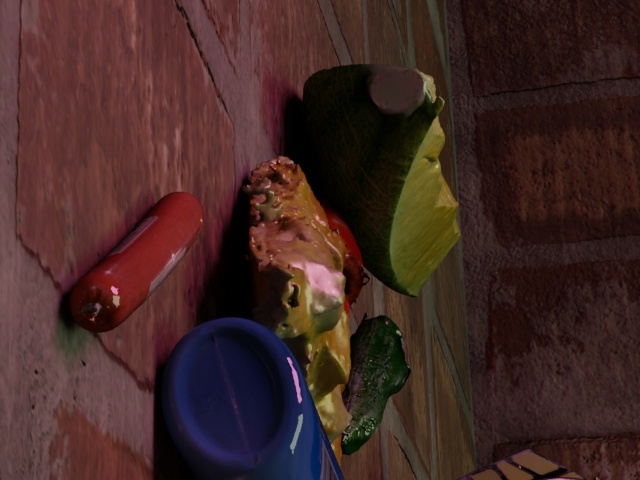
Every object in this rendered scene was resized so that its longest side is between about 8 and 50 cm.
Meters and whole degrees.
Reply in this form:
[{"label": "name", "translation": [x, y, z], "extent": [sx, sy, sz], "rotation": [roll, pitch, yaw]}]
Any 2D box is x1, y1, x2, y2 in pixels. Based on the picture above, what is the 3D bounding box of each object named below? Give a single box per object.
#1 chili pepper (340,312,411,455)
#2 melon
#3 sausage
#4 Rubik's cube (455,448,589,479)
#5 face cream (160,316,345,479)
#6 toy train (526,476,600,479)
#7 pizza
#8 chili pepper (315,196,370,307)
[{"label": "chili pepper", "translation": [0.038, 0.143, 1.817], "extent": [0.227, 0.059, 0.088], "rotation": [-56, 135, -71]}, {"label": "melon", "translation": [0.049, -0.075, 1.700], "extent": [0.323, 0.124, 0.196], "rotation": [66, 0, -74]}, {"label": "sausage", "translation": [-0.094, 0.009, 1.034], "extent": [0.253, 0.034, 0.034], "rotation": [-60, 144, -77]}, {"label": "Rubik's cube", "translation": [0.200, 0.378, 2.022], "extent": [0.319, 0.264, 0.319], "rotation": [-5, 90, -82]}, {"label": "face cream", "translation": [-0.029, 0.147, 1.203], "extent": [0.264, 0.083, 0.149], "rotation": [71, 1, -59]}, {"label": "toy train", "translation": [0.057, 0.288, 1.071], "extent": [0.442, 0.272, 0.179], "rotation": [70, 3, -59]}, {"label": "pizza", "translation": [-0.011, 0.060, 1.327], "extent": [0.288, 0.075, 0.280], "rotation": [94, -8, -84]}, {"label": "chili pepper", "translation": [-0.004, -0.002, 1.613], "extent": [0.088, 0.065, 0.169], "rotation": [55, 9, -15]}]
